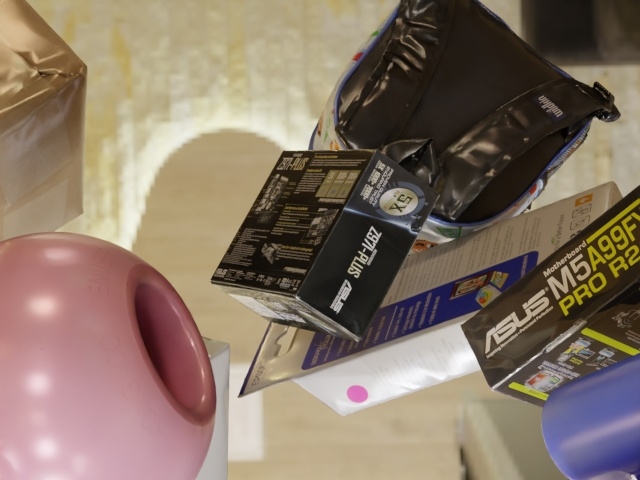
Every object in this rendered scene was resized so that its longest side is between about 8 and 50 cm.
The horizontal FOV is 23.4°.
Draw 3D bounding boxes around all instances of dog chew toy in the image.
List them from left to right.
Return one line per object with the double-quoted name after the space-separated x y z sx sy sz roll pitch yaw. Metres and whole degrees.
-0.237 0.129 0.999 0.206 0.332 0.206 57 -163 -29 "dog chew toy"

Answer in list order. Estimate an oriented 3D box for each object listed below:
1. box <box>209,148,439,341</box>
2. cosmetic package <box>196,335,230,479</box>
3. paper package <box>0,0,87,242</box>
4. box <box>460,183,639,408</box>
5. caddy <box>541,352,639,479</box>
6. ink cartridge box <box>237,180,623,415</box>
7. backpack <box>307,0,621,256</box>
0.000 0.000 1.365 0.180 0.077 0.147 4 63 62 "box"
-0.219 0.228 1.344 0.097 0.284 0.377 -34 -47 -52 "cosmetic package"
-0.417 -0.164 1.759 0.309 0.168 0.325 46 154 17 "paper package"
0.264 0.052 1.104 0.270 0.216 0.060 22 -144 -45 "box"
0.282 0.188 0.928 0.179 0.341 0.241 -27 41 41 "caddy"
0.110 0.065 1.444 0.069 0.371 0.176 62 -156 -21 "ink cartridge box"
0.116 -0.106 1.587 0.263 0.276 0.213 -46 -12 -38 "backpack"
